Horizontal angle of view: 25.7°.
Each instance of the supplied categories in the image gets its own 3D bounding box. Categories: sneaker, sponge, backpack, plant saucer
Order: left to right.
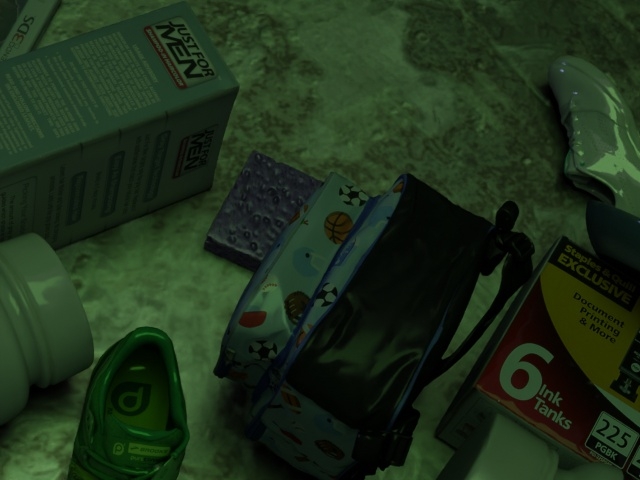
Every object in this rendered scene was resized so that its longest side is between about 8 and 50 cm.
[{"bbox_3d":[-0.174,0.208,1.213,0.109,0.123,0.296,6,62,-11],"label":"sneaker"},{"bbox_3d":[0.000,0.000,1.423,0.210,0.031,0.117,25,60,0],"label":"sponge"},{"bbox_3d":[0.024,0.090,1.248,0.213,0.263,0.276,32,59,10],"label":"backpack"},{"bbox_3d":[0.296,-0.106,1.535,0.094,0.080,0.212,-27,72,-13],"label":"sneaker"},{"bbox_3d":[0.384,0.062,1.357,0.317,0.317,0.044,33,92,5],"label":"plant saucer"}]

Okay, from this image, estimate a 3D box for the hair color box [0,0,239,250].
[{"bbox_3d":[-0.273,-0.074,1.305,0.374,0.185,0.114,-23,69,-24],"label":"hair color box"}]

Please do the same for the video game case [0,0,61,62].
[{"bbox_3d":[-0.395,-0.229,1.453,0.201,0.023,0.183,22,59,-2],"label":"video game case"}]

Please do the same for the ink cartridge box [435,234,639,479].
[{"bbox_3d":[0.316,0.148,1.366,0.309,0.130,0.272,32,58,5],"label":"ink cartridge box"}]

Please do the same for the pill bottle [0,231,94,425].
[{"bbox_3d":[-0.350,0.106,1.203,0.283,0.160,0.160,-25,71,-25],"label":"pill bottle"}]

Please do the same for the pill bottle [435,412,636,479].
[{"bbox_3d":[0.258,0.332,1.189,0.392,0.224,0.224,34,60,4],"label":"pill bottle"}]
